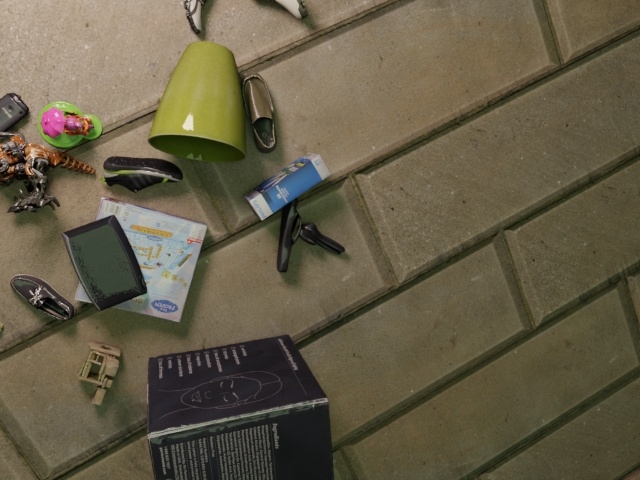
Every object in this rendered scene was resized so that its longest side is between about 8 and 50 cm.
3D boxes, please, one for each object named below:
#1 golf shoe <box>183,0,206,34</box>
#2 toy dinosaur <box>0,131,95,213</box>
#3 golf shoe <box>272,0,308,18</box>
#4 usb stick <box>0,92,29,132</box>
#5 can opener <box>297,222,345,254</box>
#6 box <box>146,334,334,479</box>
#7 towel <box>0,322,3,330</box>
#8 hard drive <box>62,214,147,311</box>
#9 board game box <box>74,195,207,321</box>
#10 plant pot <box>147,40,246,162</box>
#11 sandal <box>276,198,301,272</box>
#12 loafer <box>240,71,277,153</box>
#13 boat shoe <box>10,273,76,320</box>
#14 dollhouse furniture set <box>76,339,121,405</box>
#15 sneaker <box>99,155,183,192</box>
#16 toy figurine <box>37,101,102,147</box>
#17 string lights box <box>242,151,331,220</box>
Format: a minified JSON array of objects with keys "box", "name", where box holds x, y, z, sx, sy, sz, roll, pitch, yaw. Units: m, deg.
[{"box":[-0.352,-0.701,1.641,0.093,0.077,0.198,-11,105,-14],"name":"golf shoe"},{"box":[-0.804,-0.194,1.573,0.321,0.164,0.219,-4,87,-12],"name":"toy dinosaur"},{"box":[-0.153,-0.749,1.690,0.120,0.105,0.273,-44,104,12],"name":"golf shoe"},{"box":[-0.931,-0.297,1.563,0.278,0.045,0.077,-41,99,-6],"name":"usb stick"},{"box":[0.000,0.000,1.893,0.186,0.059,0.073,29,65,-29],"name":"can opener"},{"box":[-0.254,0.529,1.694,0.471,0.480,0.298,-9,105,-14],"name":"box"},{"box":[-1.017,0.265,1.658,0.148,0.027,0.110,-41,110,-7],"name":"towel"},{"box":[-0.625,0.071,1.651,0.171,0.054,0.255,-21,105,-10],"name":"hard drive"},{"box":[-0.543,0.060,1.736,0.318,0.066,0.318,16,95,-18],"name":"board game box"},{"box":[-0.333,-0.401,1.626,0.274,0.274,0.294,8,84,-18],"name":"plant pot"},{"box":[-0.098,-0.020,1.842,0.054,0.097,0.255,4,111,-16],"name":"sandal"},{"box":[-0.178,-0.392,1.744,0.094,0.087,0.251,-19,105,-12],"name":"loafer"},{"box":[-0.818,0.169,1.677,0.206,0.065,0.075,38,89,-19],"name":"boat shoe"},{"box":[-0.685,0.420,1.714,0.101,0.161,0.182,20,93,-19],"name":"dollhouse furniture set"},{"box":[-0.532,-0.190,1.699,0.234,0.084,0.097,6,123,-16],"name":"sneaker"},{"box":[-0.698,-0.317,1.569,0.173,0.159,0.130,3,100,-18],"name":"toy figurine"},{"box":[-0.107,-0.172,1.784,0.259,0.133,0.077,-34,110,-8],"name":"string lights box"}]
